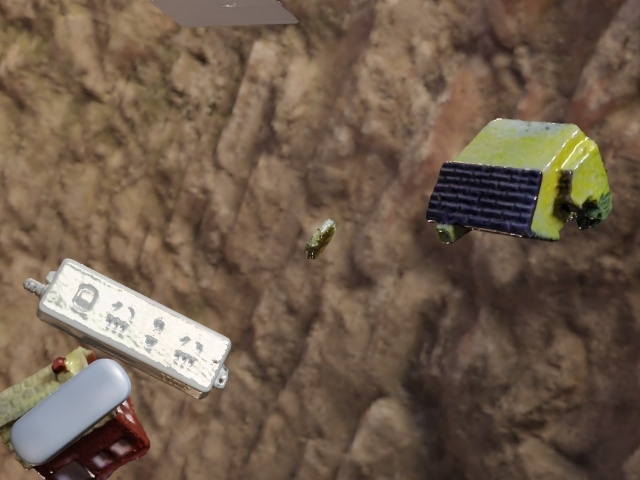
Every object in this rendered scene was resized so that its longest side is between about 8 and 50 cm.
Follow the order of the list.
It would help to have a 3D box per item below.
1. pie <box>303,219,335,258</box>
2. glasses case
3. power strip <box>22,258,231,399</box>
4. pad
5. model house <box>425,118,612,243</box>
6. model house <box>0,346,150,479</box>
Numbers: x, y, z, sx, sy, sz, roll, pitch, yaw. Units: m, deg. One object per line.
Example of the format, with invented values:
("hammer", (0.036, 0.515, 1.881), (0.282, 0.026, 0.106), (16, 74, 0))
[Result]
("pie", (0.000, 0.000, 1.993), (0.084, 0.020, 0.084), (-52, 167, -17))
("glasses case", (-0.332, 0.228, 1.575), (0.178, 0.067, 0.045), (-38, 172, 0))
("power strip", (-0.287, 0.130, 1.772), (0.098, 0.338, 0.058), (-65, -176, -26))
("pad", (-0.165, -0.387, 1.976), (0.156, 0.232, 0.004), (31, 64, -65))
("model house", (0.281, -0.050, 1.694), (0.211, 0.193, 0.170), (-42, 127, -32))
("model house", (-0.444, 0.298, 2.046), (0.160, 0.196, 0.254), (61, -2, 41))
